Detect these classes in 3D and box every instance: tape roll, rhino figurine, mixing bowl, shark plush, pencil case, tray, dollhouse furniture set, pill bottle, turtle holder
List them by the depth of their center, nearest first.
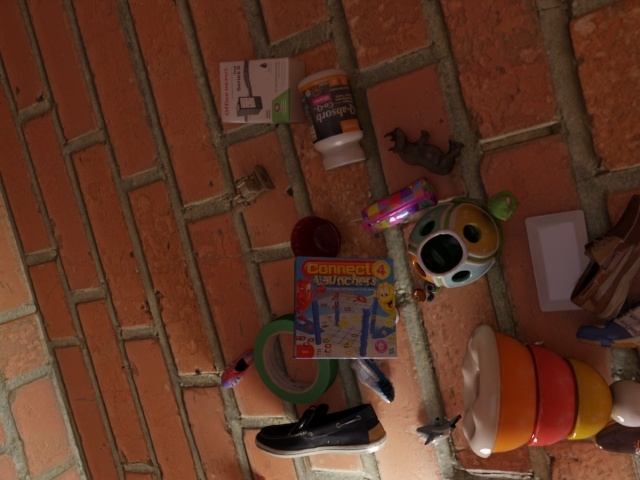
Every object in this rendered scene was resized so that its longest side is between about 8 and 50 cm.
[{"bbox_3d":[0.656,0.057,1.338,0.145,0.030,0.270,-9,96,29],"label":"tray"},{"bbox_3d":[0.393,0.007,1.355,0.320,0.227,0.243,-10,95,30],"label":"turtle holder"},{"bbox_3d":[0.292,-0.268,1.441,0.243,0.073,0.106,25,108,23],"label":"rhino figurine"},{"bbox_3d":[0.237,-0.101,1.491,0.236,0.104,0.104,-30,86,29],"label":"pencil case"},{"bbox_3d":[0.040,-0.364,1.504,0.162,0.162,0.279,-15,93,30],"label":"pill bottle"},{"bbox_3d":[0.382,0.606,1.590,0.161,0.073,0.067,-49,46,32],"label":"shark plush"},{"bbox_3d":[0.000,0.000,1.639,0.181,0.098,0.182,6,104,26],"label":"mixing bowl"},{"bbox_3d":[-0.287,-0.174,1.720,0.182,0.161,0.101,-32,85,29],"label":"dollhouse furniture set"},{"bbox_3d":[-0.093,0.430,1.793,0.321,0.077,0.321,7,104,28],"label":"tape roll"}]

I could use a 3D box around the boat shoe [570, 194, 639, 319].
[{"bbox_3d":[0.726,0.036,1.226,0.116,0.123,0.325,19,100,12],"label":"boat shoe"}]

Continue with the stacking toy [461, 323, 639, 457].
[{"bbox_3d":[0.638,0.419,1.320,0.479,0.350,0.351,4,103,8],"label":"stacking toy"}]

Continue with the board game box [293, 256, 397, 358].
[{"bbox_3d":[0.072,0.207,1.502,0.308,0.086,0.302,1,76,-7],"label":"board game box"}]

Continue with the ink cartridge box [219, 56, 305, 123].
[{"bbox_3d":[-0.194,-0.490,1.630,0.272,0.114,0.199,7,104,27],"label":"ink cartridge box"}]

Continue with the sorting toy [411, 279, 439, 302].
[{"bbox_3d":[0.326,0.164,1.530,0.102,0.042,0.061,-45,79,28],"label":"sorting toy"}]

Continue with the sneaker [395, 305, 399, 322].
[{"bbox_3d":[0.094,0.263,1.597,0.295,0.178,0.124,-9,96,29],"label":"sneaker"}]

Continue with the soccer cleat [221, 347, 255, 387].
[{"bbox_3d":[-0.329,0.508,1.924,0.248,0.095,0.083,-44,79,28],"label":"soccer cleat"}]

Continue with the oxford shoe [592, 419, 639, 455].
[{"bbox_3d":[0.861,0.521,1.285,0.271,0.098,0.097,-20,91,30],"label":"oxford shoe"}]

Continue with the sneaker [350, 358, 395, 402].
[{"bbox_3d":[0.175,0.474,1.670,0.191,0.071,0.083,52,125,19],"label":"sneaker"}]

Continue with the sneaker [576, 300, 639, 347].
[{"bbox_3d":[0.813,0.204,1.256,0.296,0.112,0.131,-9,84,23],"label":"sneaker"}]

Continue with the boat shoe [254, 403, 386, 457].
[{"bbox_3d":[-0.013,0.664,1.745,0.500,0.187,0.156,-14,89,25],"label":"boat shoe"}]

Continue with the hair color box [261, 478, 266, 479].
[{"bbox_3d":[-0.220,1.075,2.010,0.093,0.053,0.167,-40,82,28],"label":"hair color box"}]
